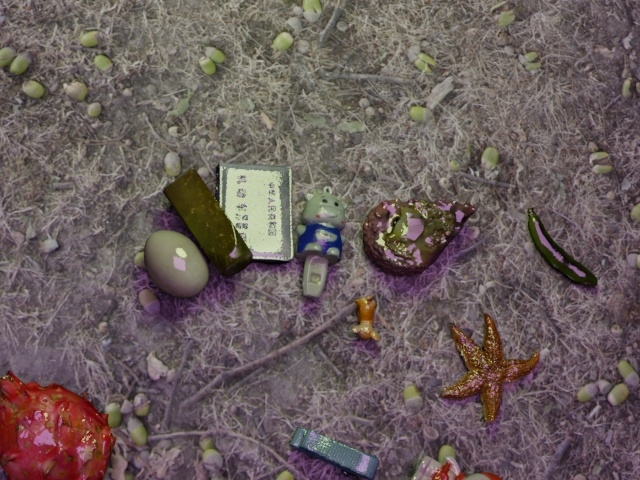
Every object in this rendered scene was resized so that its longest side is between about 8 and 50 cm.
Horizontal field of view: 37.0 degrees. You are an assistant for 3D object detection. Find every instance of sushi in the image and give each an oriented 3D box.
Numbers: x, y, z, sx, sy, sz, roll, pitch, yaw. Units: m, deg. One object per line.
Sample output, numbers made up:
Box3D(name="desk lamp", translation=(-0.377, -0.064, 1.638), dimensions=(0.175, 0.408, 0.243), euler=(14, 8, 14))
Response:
Box3D(name="sushi", translation=(0.211, -0.005, 2.025), dimensions=(0.241, 0.107, 0.161), euler=(2, 78, -12))

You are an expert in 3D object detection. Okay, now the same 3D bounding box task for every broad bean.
Box3D(name="broad bean", translation=(0.526, 0.022, 2.117), dimensions=(0.069, 0.039, 0.227), euler=(-34, 84, -24))

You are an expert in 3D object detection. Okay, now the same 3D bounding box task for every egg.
Box3D(name="egg", translation=(-0.287, 0.045, 1.895), dimensions=(0.114, 0.114, 0.152), euler=(-42, 81, -19))

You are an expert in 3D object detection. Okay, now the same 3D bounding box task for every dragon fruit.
Box3D(name="dragon fruit", translation=(-0.495, 0.351, 1.720), dimensions=(0.210, 0.205, 0.268), euler=(-43, 90, -12))

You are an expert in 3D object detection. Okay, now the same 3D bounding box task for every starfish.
Box3D(name="starfish", translation=(0.356, 0.267, 2.013), dimensions=(0.240, 0.043, 0.227), euler=(-13, 79, -18))

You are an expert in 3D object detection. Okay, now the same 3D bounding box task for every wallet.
Box3D(name="wallet", translation=(-0.136, -0.056, 1.997), dimensions=(0.167, 0.036, 0.222), euler=(3, 74, -11))

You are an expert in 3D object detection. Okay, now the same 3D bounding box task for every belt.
Box3D(name="belt", translation=(0.029, 0.423, 1.890), dimensions=(0.179, 0.100, 0.065), euler=(23, 72, 11))

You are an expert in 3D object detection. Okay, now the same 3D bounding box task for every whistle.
Box3D(name="whistle", translation=(0.000, 0.000, 1.981), dimensions=(0.110, 0.092, 0.244), euler=(16, 71, -19))

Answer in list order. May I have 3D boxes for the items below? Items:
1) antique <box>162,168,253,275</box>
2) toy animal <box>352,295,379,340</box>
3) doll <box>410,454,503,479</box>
Box3D(name="antique", translation=(-0.220, -0.031, 1.916), dimensions=(0.081, 0.080, 0.221), euler=(-36, 70, -5))
Box3D(name="toy animal", translation=(0.096, 0.164, 1.970), dimensions=(0.060, 0.081, 0.083), euler=(11, 53, -12))
Box3D(name="doll", translation=(0.313, 0.532, 1.881), dimensions=(0.290, 0.130, 0.161), euler=(29, 64, 12))
